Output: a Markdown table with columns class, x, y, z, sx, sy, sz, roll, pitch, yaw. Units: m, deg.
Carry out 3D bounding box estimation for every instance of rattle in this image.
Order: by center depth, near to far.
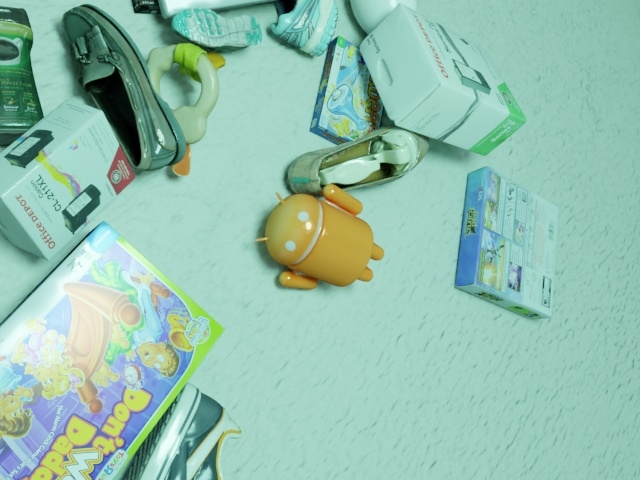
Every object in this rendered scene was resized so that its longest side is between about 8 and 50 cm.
| class | x | y | z | sx | sy | sz | roll | pitch | yaw |
| --- | --- | --- | --- | --- | --- | --- | --- | --- | --- |
| rattle | -0.212 | -0.208 | 1.010 | 0.130 | 0.143 | 0.199 | -6 | 99 | -3 |

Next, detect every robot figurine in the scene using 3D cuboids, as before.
| class | x | y | z | sx | sy | sz | roll | pitch | yaw |
| --- | --- | --- | --- | --- | --- | --- | --- | --- | --- |
| robot figurine | -0.001 | 0.002 | 1.045 | 0.219 | 0.158 | 0.128 | 24 | 45 | -28 |

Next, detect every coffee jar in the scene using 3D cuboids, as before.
| class | x | y | z | sx | sy | sz | roll | pitch | yaw |
| --- | --- | --- | --- | --- | --- | --- | --- | --- | --- |
| coffee jar | -0.430 | -0.223 | 0.837 | 0.096 | 0.079 | 0.184 | -6 | 83 | -33 |

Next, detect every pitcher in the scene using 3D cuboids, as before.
| class | x | y | z | sx | sy | sz | roll | pitch | yaw |
| --- | --- | --- | --- | --- | --- | --- | --- | --- | --- |
| pitcher | 0.104 | -0.503 | 1.210 | 0.207 | 0.126 | 0.178 | 66 | 15 | -1 |

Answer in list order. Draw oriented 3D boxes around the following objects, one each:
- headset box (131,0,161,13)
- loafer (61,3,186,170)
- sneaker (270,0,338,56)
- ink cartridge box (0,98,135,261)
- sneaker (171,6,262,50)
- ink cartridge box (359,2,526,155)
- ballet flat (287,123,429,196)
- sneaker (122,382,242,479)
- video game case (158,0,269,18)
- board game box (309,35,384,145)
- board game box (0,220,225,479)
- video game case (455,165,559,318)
| class | x | y | z | sx | sy | sz | roll | pitch | yaw |
| --- | --- | --- | --- | --- | --- | --- | --- | --- | --- |
| headset box | -0.277 | -0.412 | 1.011 | 0.062 | 0.032 | 0.083 | -12 | 88 | -35 |
| loafer | -0.295 | -0.220 | 0.898 | 0.267 | 0.096 | 0.084 | 56 | 38 | -3 |
| sneaker | -0.032 | -0.489 | 1.148 | 0.122 | 0.110 | 0.282 | 9 | 74 | -28 |
| ink cartridge box | -0.348 | -0.079 | 0.827 | 0.175 | 0.072 | 0.127 | -54 | 151 | -30 |
| sneaker | -0.178 | -0.336 | 1.029 | 0.167 | 0.076 | 0.064 | -6 | 87 | -45 |
| ink cartridge box | 0.240 | -0.303 | 1.213 | 0.289 | 0.121 | 0.211 | 7 | 53 | -43 |
| ballet flat | 0.096 | -0.141 | 1.124 | 0.316 | 0.106 | 0.107 | -24 | 106 | -24 |
| sneaker | -0.210 | 0.357 | 0.825 | 0.127 | 0.126 | 0.321 | 38 | 61 | -17 |
| video game case | -0.151 | -0.549 | 1.001 | 0.300 | 0.036 | 0.328 | -19 | 106 | -23 |
| board game box | 0.062 | -0.275 | 1.204 | 0.136 | 0.035 | 0.201 | 22 | 68 | -28 |
| board game box | -0.321 | 0.179 | 0.820 | 0.233 | 0.078 | 0.347 | 45 | 59 | -17 |
| video game case | 0.411 | 0.009 | 1.359 | 0.244 | 0.061 | 0.269 | 23 | 67 | -29 |
